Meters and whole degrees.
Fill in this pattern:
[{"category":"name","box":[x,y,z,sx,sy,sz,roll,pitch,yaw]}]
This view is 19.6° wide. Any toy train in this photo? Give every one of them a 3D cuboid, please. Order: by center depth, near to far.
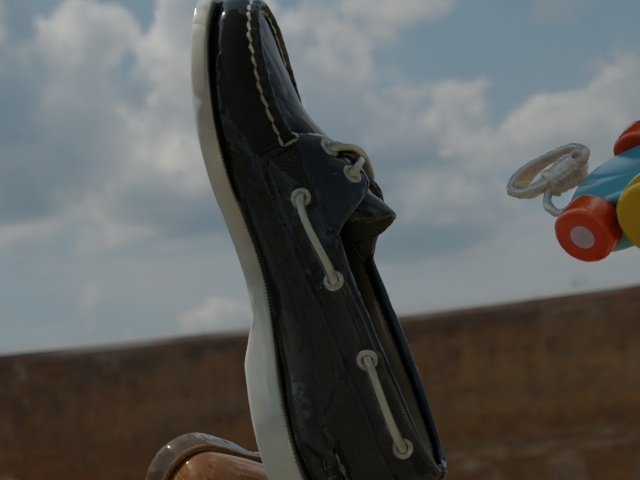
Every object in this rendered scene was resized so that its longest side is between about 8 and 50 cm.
[{"category":"toy train","box":[0.142,-0.039,0.568,0.166,0.046,0.125,-34,12,4]}]

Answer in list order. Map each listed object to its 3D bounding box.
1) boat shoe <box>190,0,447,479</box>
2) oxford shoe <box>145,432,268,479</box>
[{"category":"boat shoe","box":[0.000,0.000,1.021,0.091,0.302,0.114,-15,-7,16]},{"category":"oxford shoe","box":[-0.021,0.184,1.271,0.212,0.076,0.076,9,20,-46]}]
